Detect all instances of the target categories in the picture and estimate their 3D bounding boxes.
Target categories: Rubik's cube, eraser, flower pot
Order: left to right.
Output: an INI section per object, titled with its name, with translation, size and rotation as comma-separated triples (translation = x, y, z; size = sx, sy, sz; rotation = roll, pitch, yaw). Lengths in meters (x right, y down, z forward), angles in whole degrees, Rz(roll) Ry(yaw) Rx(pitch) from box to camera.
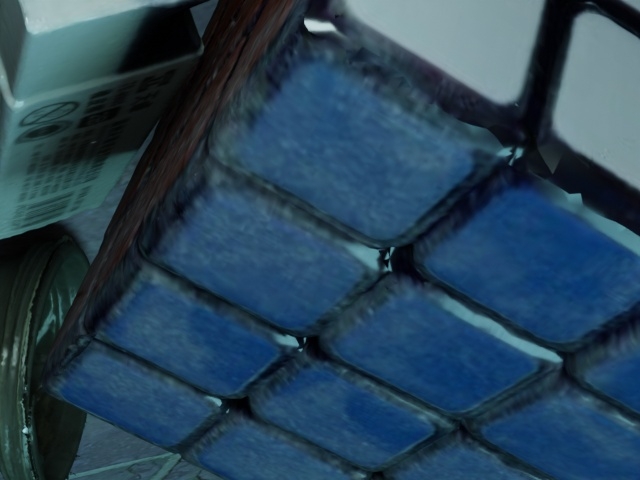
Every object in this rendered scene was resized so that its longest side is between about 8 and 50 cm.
[flower pot]
translation = -0.286, 0.109, 1.068
size = 0.140, 0.235, 0.235
rotation = 2, 161, 4
[eraser]
translation = -0.146, -0.091, 0.650
size = 0.098, 0.096, 0.404
rotation = -19, 175, -21
[Rubik's cube]
translation = 0.105, -0.044, 0.623
size = 0.337, 0.344, 0.344
rotation = 29, 146, -13
